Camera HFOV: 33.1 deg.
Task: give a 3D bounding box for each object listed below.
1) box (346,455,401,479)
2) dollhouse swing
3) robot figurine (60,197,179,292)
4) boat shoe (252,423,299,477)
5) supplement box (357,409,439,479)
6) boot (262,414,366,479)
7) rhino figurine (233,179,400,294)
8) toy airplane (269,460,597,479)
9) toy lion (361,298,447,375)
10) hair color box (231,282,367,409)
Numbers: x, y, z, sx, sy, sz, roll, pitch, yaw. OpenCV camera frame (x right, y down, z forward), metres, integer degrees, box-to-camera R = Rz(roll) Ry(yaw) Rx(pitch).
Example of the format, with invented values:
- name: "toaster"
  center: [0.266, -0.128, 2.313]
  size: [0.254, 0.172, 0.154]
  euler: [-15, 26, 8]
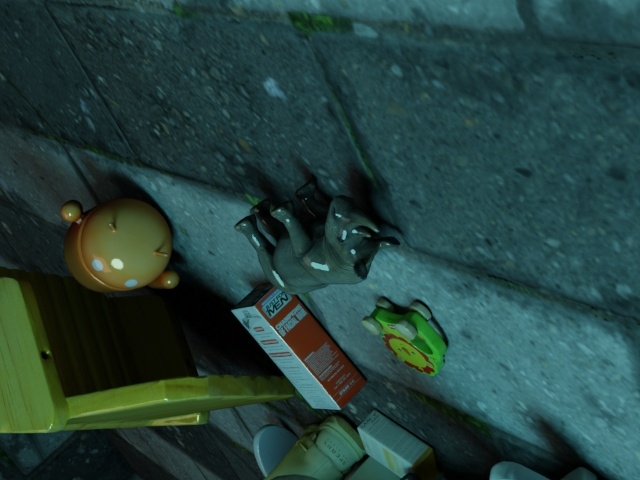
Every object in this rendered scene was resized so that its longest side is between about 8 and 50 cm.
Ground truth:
- name: "box"
  center: [0.140, 0.448, 1.462]
  size: [0.311, 0.121, 0.148]
  euler: [42, 157, 13]
- name: "dollhouse swing"
  center: [-0.256, 0.130, 1.514]
  size: [0.347, 0.305, 0.315]
  euler: [14, -129, -59]
- name: "robot figurine"
  center: [-0.280, 0.007, 1.478]
  size: [0.219, 0.128, 0.158]
  euler: [-11, 97, 64]
- name: "boat shoe"
  center: [-0.048, 0.378, 1.753]
  size: [0.076, 0.080, 0.228]
  euler: [9, 144, 54]
- name: "supplement box"
  center: [0.098, 0.262, 1.344]
  size: [0.098, 0.036, 0.062]
  euler: [30, 152, 36]
- name: "boot"
  center: [-0.043, 0.359, 1.531]
  size: [0.095, 0.203, 0.262]
  euler: [46, 157, 5]
- name: "rhino figurine"
  center: [0.000, 0.000, 1.044]
  size: [0.106, 0.073, 0.243]
  euler: [56, 155, -10]
- name: "toy airplane"
  center: [0.162, 0.372, 1.100]
  size: [0.386, 0.272, 0.384]
  euler: [10, 151, 30]
- name: "toy lion"
  center: [0.095, 0.104, 1.105]
  size: [0.096, 0.034, 0.100]
  euler: [48, 158, -20]
- name: "hair color box"
  center: [-0.027, 0.130, 1.330]
  size: [0.167, 0.053, 0.093]
  euler: [50, 159, -10]
